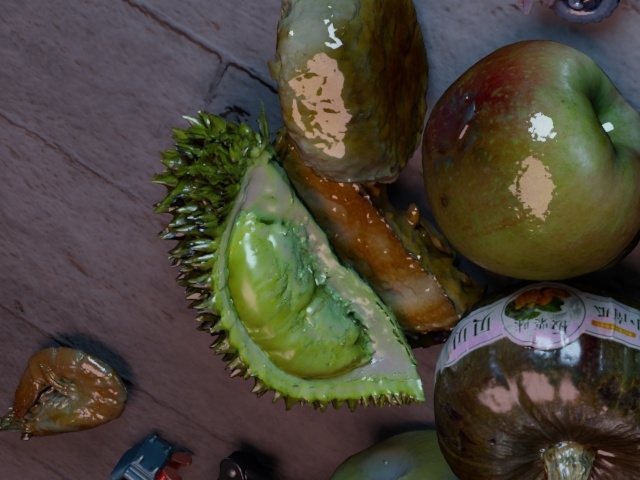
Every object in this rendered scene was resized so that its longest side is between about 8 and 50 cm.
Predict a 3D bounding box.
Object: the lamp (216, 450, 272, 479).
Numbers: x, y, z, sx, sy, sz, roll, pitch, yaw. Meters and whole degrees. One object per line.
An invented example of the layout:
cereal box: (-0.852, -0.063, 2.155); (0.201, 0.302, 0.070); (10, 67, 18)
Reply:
lamp: (-0.059, 0.331, 1.977); (0.227, 0.147, 0.172); (17, 120, 25)

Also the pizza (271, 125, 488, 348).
pizza: (0.000, 0.000, 1.700); (0.251, 0.074, 0.288); (-20, 114, 38)

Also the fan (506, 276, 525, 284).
fan: (0.171, 0.011, 1.656); (0.038, 0.016, 0.193); (-16, 117, 35)

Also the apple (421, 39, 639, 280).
apple: (0.178, -0.060, 1.497); (0.188, 0.174, 0.207); (-24, 97, 37)

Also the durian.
durian: (-0.044, 0.030, 1.651); (0.169, 0.158, 0.352); (-30, 114, 7)

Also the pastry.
pastry: (0.025, -0.143, 1.491); (0.093, 0.182, 0.192); (-2, 125, 22)

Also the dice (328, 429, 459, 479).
dice: (0.126, 0.350, 1.813); (0.233, 0.227, 0.238); (3, 126, 27)

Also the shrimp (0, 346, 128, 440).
shrimp: (-0.306, 0.178, 2.031); (0.217, 0.051, 0.115); (-25, 106, 41)

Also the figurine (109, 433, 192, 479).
figurine: (-0.211, 0.286, 2.054); (0.075, 0.068, 0.140); (33, 133, -4)

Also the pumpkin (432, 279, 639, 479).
pumpkin: (0.227, 0.162, 1.611); (0.260, 0.189, 0.260); (7, 138, 6)

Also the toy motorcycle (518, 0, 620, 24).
toy motorcycle: (0.182, -0.263, 1.379); (0.118, 0.084, 0.212); (6, 134, 13)
